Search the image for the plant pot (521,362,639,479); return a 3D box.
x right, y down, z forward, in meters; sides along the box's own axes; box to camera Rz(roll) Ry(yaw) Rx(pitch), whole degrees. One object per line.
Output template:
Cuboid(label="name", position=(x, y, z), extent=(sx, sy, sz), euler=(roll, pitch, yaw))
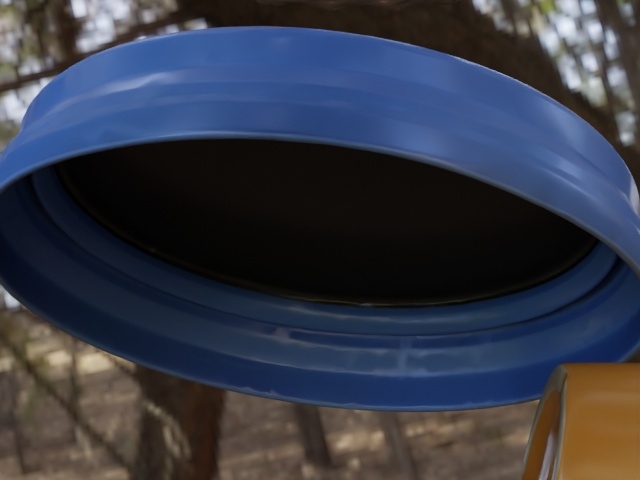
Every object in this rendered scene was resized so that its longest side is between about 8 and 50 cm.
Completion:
Cuboid(label="plant pot", position=(0.199, 0.144, 0.828), extent=(0.188, 0.205, 0.205), euler=(11, -14, 1))

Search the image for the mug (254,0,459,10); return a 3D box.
Cuboid(label="mug", position=(-0.008, -0.259, 0.532), extent=(0.276, 0.374, 0.328), euler=(-17, -17, 38))

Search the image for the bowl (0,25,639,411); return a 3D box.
Cuboid(label="bowl", position=(0.000, 0.000, 0.953), extent=(0.391, 0.077, 0.391), euler=(6, -24, 3))
